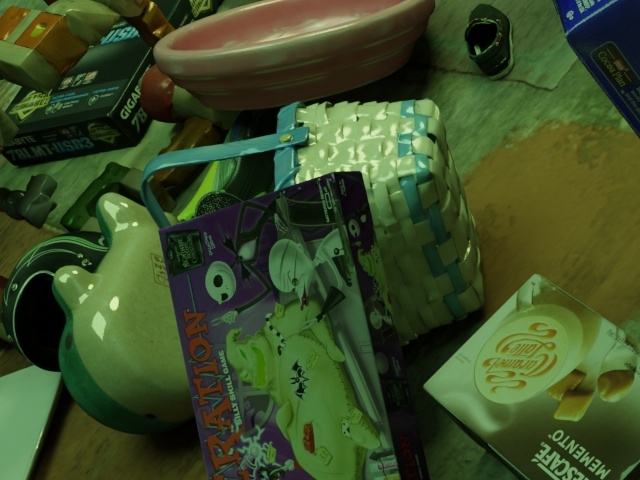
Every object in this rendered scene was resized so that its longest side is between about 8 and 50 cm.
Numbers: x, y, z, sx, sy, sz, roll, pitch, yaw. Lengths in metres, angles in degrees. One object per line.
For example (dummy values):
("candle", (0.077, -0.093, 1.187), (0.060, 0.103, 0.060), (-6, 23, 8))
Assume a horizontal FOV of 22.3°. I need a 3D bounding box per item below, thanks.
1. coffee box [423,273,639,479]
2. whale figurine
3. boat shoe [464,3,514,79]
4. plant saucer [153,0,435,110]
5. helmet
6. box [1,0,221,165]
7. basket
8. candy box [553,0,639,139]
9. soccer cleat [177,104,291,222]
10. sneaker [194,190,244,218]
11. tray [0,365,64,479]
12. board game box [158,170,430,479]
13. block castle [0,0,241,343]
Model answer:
("coffee box", (0.209, 0.143, 1.274), (0.141, 0.098, 0.246), (-45, 31, -3))
("whale figurine", (-0.198, 0.082, 1.712), (0.141, 0.216, 0.272), (-43, 43, 35))
("boat shoe", (0.185, -0.231, 1.805), (0.049, 0.042, 0.133), (-32, 32, 21))
("plant saucer", (-0.025, -0.225, 1.884), (0.332, 0.084, 0.332), (-12, 17, 4))
("helmet", (-0.277, 0.069, 1.846), (0.161, 0.169, 0.169), (-4, 46, 22))
("box", (-0.312, -0.251, 2.358), (0.295, 0.073, 0.293), (-6, 48, 44))
("basket", (0.000, 0.000, 1.546), (0.289, 0.255, 0.201), (-15, 37, 9))
("candy box", (0.386, -0.193, 1.317), (0.317, 0.268, 0.122), (-30, 37, 19))
("soccer cleat", (-0.107, -0.040, 1.884), (0.289, 0.093, 0.121), (-60, 5, -19))
("sneaker", (-0.085, 0.012, 1.730), (0.084, 0.083, 0.215), (-28, 47, -4))
("tray", (-0.364, 0.255, 1.847), (0.145, 0.030, 0.270), (-21, 38, 33))
("board game box", (-0.020, 0.133, 1.387), (0.208, 0.056, 0.347), (-18, 81, 40))
("block castle", (-0.344, -0.113, 2.011), (0.213, 0.303, 0.453), (21, 68, 49))
